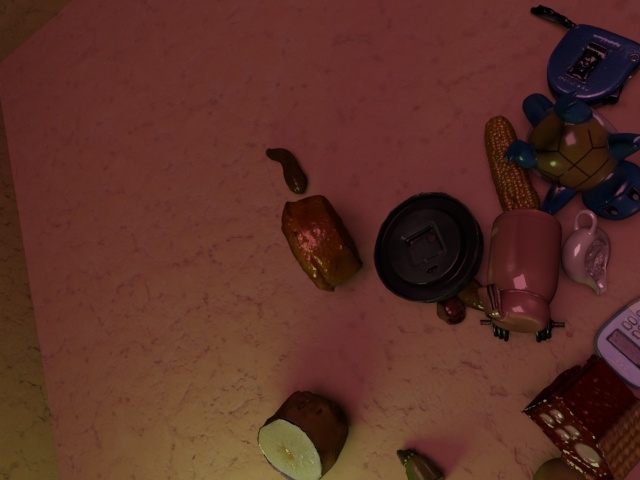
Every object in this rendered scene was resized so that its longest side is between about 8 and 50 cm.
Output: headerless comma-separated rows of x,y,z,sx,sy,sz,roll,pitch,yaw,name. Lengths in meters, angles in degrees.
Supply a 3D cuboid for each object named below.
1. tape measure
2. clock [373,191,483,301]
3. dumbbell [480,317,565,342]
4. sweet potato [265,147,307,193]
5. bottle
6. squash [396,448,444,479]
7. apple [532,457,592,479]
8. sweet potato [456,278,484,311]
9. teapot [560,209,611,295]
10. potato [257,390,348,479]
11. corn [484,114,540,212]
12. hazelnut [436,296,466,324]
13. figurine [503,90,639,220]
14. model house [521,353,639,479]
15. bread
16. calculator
0.671,-0.502,1.333,0.351,0.097,0.215,39,100,27,tape measure
0.306,0.021,1.415,0.324,0.067,0.326,-14,66,34,clock
0.533,0.221,1.302,0.208,0.099,0.099,-2,82,25,dumbbell
-0.116,-0.257,1.705,0.081,0.062,0.233,-42,65,17,sweet potato
0.495,0.076,1.236,0.173,0.206,0.297,-24,44,57,bottle
0.275,0.641,1.392,0.105,0.105,0.132,-46,48,14,squash
0.597,0.627,1.170,0.199,0.200,0.200,-4,82,26,apple
0.406,0.131,1.393,0.075,0.074,0.269,-56,47,9,sweet potato
0.667,0.026,1.238,0.092,0.145,0.227,21,133,58,teapot
-0.039,0.590,1.498,0.247,0.196,0.300,51,134,9,potato
0.523,-0.200,1.365,0.101,0.102,0.313,-19,72,23,corn
0.373,0.197,1.400,0.086,0.086,0.087,-4,82,26,hazelnut
0.627,-0.219,1.241,0.298,0.242,0.417,-47,65,32,figurine
0.647,0.431,1.143,0.195,0.160,0.254,-27,62,-27,model house
0.001,0.001,1.490,0.172,0.312,0.313,-28,72,6,bread
0.796,0.254,1.201,0.303,0.042,0.188,-48,67,13,calculator
